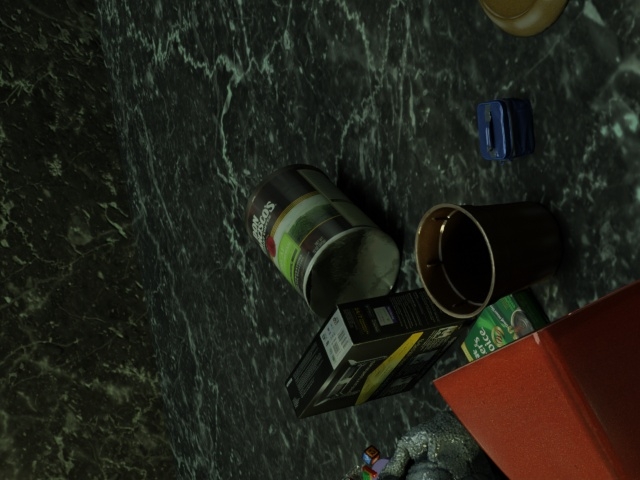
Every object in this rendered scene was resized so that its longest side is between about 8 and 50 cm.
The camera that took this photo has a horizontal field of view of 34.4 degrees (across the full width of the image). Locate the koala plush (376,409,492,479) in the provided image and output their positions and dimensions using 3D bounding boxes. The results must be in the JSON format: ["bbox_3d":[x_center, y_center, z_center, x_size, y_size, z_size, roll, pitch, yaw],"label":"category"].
[{"bbox_3d":[0.231,0.414,1.695,0.221,0.196,0.203,55,135,48],"label":"koala plush"}]

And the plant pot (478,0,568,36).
[{"bbox_3d":[0.281,-0.411,1.488,0.236,0.032,0.236,30,124,58],"label":"plant pot"}]

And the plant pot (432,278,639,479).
[{"bbox_3d":[0.354,0.207,1.321,0.235,0.267,0.267,64,151,9],"label":"plant pot"}]

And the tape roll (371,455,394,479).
[{"bbox_3d":[0.172,0.496,1.956,0.189,0.080,0.189,29,123,57],"label":"tape roll"}]

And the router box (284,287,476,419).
[{"bbox_3d":[0.098,0.196,1.821,0.081,0.243,0.309,67,150,25],"label":"router box"}]

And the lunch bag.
[{"bbox_3d":[0.272,-0.163,1.548,0.067,0.065,0.098,4,101,63],"label":"lunch bag"}]

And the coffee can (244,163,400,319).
[{"bbox_3d":[0.000,0.000,1.998,0.275,0.201,0.201,46,138,48],"label":"coffee can"}]

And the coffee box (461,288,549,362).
[{"bbox_3d":[0.293,0.157,1.640,0.113,0.040,0.184,63,149,31],"label":"coffee box"}]

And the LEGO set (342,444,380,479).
[{"bbox_3d":[0.127,0.437,1.664,0.244,0.060,0.182,57,147,1],"label":"LEGO set"}]

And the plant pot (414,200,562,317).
[{"bbox_3d":[0.253,0.015,1.518,0.167,0.165,0.167,22,118,50],"label":"plant pot"}]
